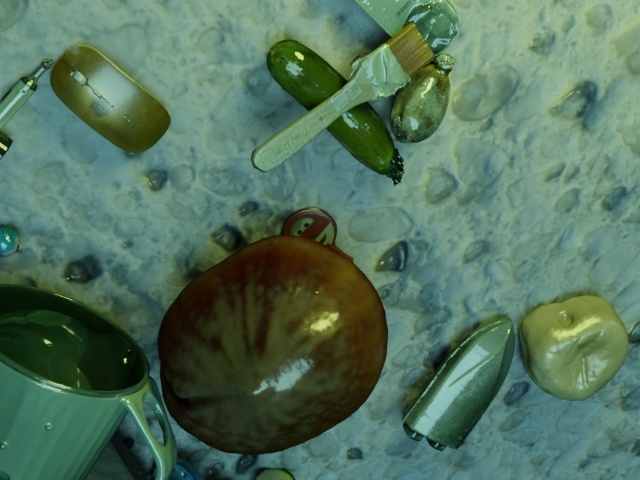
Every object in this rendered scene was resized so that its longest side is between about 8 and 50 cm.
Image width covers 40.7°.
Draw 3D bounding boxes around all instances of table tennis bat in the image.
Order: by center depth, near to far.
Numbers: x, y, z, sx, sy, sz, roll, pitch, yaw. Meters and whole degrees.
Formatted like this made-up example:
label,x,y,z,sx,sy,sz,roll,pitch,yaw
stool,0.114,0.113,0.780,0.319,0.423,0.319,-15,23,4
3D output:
label,x,y,z,sx,sy,sz,roll,pitch,yaw
table tennis bat,0.000,0.000,1.572,0.154,0.019,0.098,37,106,-25

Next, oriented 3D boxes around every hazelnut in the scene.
label,x,y,z,sx,sy,sz,roll,pitch,yaw
hazelnut,-0.087,0.178,1.475,0.409,0.359,0.359,-32,122,2

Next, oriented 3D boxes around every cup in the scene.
label,x,y,z,sx,sy,sz,roll,pitch,yaw
cup,-0.467,0.320,1.408,0.310,0.401,0.392,9,113,-56

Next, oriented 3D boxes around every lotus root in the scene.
label,x,y,z,sx,sy,sz,roll,pitch,yaw
lotus root,0.170,-0.233,1.428,0.088,0.088,0.165,26,91,-25

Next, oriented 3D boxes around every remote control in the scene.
label,x,y,z,sx,sy,sz,roll,pitch,yaw
remote control,0.118,-0.384,1.348,0.104,0.052,0.247,-43,120,15

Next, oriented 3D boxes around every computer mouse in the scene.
label,x,y,z,sx,sy,sz,roll,pitch,yaw
computer mouse,-0.326,-0.218,1.352,0.102,0.045,0.199,-43,120,10

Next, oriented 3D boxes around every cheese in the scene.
label,x,y,z,sx,sy,sz,roll,pitch,yaw
cheese,0.509,0.219,1.758,0.217,0.117,0.235,14,113,-18

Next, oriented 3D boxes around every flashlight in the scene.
label,x,y,z,sx,sy,sz,roll,pitch,yaw
flashlight,-0.559,0.020,1.441,0.129,0.051,0.051,-27,122,11

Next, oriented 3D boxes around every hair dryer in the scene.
label,x,y,z,sx,sy,sz,roll,pitch,yaw
hair dryer,-0.483,-0.211,1.324,0.197,0.057,0.100,-45,120,5

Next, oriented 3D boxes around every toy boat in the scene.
label,x,y,z,sx,sy,sz,roll,pitch,yaw
toy boat,0.297,0.288,1.770,0.141,0.092,0.320,27,104,-25

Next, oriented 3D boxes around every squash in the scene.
label,x,y,z,sx,sy,sz,roll,pitch,yaw
squash,0.037,-0.209,1.413,0.087,0.087,0.331,-42,117,13
squash,-0.120,0.584,1.846,0.095,0.095,0.188,11,117,-19

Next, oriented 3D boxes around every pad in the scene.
label,x,y,z,sx,sy,sz,roll,pitch,yaw
pad,-0.436,0.442,1.704,0.174,0.022,0.233,-11,125,16

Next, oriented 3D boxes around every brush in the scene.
label,x,y,z,sx,sy,sz,roll,pitch,yaw
brush,0.031,-0.214,1.351,0.336,0.020,0.085,-38,118,-2

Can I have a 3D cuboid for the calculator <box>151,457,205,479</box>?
label,x,y,z,sx,sy,sz,roll,pitch,yaw
calculator,-0.293,0.578,1.768,0.051,0.173,0.293,-17,130,-47
